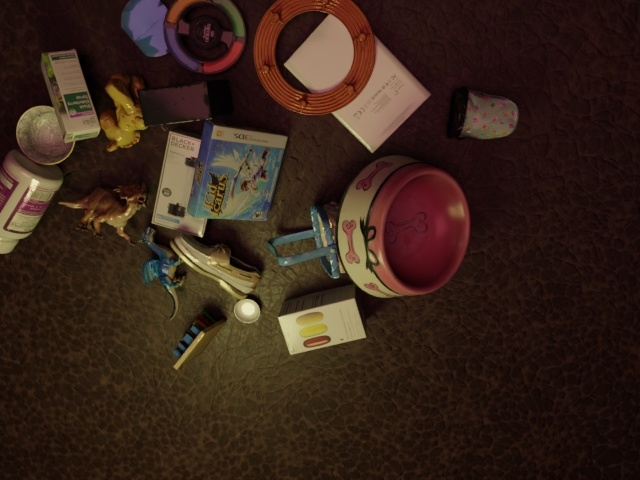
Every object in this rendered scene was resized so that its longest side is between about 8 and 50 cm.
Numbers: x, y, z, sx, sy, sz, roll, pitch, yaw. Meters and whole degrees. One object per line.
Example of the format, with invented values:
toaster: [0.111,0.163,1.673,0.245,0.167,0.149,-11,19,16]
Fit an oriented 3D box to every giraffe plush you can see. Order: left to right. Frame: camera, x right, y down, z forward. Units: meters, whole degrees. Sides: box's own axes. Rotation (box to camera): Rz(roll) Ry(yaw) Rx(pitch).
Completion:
giraffe plush: [-0.555,-0.348,1.717,0.170,0.181,0.210,-36,84,25]

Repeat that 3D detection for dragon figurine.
dragon figurine: [-0.501,0.096,1.881,0.143,0.085,0.289,5,103,5]

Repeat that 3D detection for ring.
ring: [-0.018,-0.512,1.642,0.336,0.032,0.337,2,108,5]

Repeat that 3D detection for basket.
basket: [0.000,0.000,1.737,0.288,0.255,0.201,-18,107,-10]

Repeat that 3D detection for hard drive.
hard drive: [0.104,-0.454,1.691,0.353,0.047,0.233,43,105,-9]

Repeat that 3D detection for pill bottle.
pill bottle: [-0.921,-0.112,1.809,0.169,0.169,0.301,37,106,-7]

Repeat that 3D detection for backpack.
backpack: [0.453,-0.341,1.664,0.181,0.115,0.152,8,105,-1]

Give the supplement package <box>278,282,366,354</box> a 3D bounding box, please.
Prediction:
supplement package: [0.009,0.243,1.863,0.244,0.134,0.139,-15,105,9]

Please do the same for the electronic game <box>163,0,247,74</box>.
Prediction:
electronic game: [-0.320,-0.578,1.669,0.229,0.048,0.229,-2,107,-6]

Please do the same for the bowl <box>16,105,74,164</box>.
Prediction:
bowl: [-0.799,-0.312,1.780,0.170,0.080,0.170,0,101,-1]

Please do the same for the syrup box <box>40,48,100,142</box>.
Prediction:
syrup box: [-0.707,-0.406,1.698,0.093,0.096,0.237,-18,90,-29]

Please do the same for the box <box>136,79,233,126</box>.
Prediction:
box: [-0.358,-0.378,1.635,0.184,0.261,0.103,-8,105,7]

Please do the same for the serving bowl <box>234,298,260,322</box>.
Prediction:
serving bowl: [-0.233,0.222,1.931,0.083,0.027,0.083,1,107,5]

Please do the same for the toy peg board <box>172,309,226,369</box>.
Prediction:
toy peg board: [-0.403,0.306,1.910,0.079,0.160,0.161,41,106,8]

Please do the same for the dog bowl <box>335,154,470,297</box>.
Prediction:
dog bowl: [0.244,-0.031,1.639,0.407,0.150,0.408,-5,99,-35]

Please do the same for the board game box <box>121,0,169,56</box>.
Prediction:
board game box: [-0.474,-0.604,1.692,0.133,0.033,0.169,-39,104,9]

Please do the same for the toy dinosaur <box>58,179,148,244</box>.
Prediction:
toy dinosaur: [-0.634,-0.111,1.816,0.295,0.127,0.200,19,92,18]

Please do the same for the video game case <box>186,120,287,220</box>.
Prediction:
video game case: [-0.236,-0.191,1.715,0.244,0.061,0.270,1,112,-38]

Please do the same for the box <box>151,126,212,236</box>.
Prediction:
box: [-0.389,-0.174,1.792,0.169,0.087,0.290,17,107,-1]

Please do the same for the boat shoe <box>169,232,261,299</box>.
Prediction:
boat shoe: [-0.315,0.058,1.834,0.302,0.113,0.103,38,103,-28]
